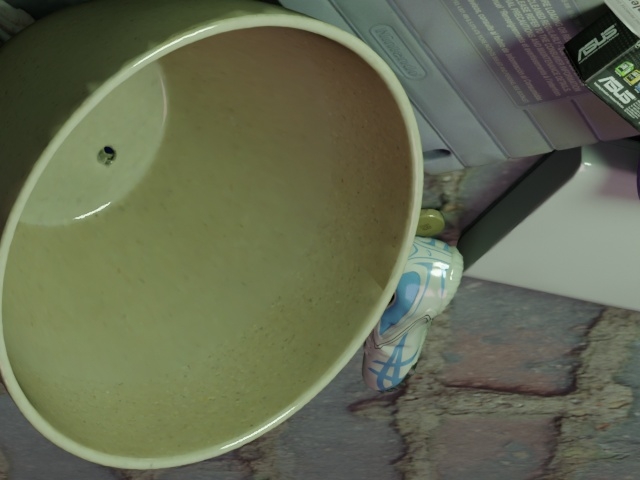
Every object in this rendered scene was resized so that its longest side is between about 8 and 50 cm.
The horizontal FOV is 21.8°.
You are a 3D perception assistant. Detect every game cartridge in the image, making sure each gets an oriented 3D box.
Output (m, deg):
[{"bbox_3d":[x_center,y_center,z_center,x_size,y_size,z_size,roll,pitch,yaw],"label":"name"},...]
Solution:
[{"bbox_3d":[0.110,-0.165,1.155,0.230,0.068,0.355,-14,149,22],"label":"game cartridge"}]

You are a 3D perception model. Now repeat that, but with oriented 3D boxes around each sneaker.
[{"bbox_3d":[0.068,0.065,1.542,0.086,0.085,0.237,19,147,0],"label":"sneaker"}]

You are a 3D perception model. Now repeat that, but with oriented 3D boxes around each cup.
[{"bbox_3d":[-0.129,-0.040,1.168,0.331,0.331,0.237,33,-177,-45],"label":"cup"}]

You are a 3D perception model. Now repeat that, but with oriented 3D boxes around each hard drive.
[{"bbox_3d":[0.330,0.004,1.481,0.353,0.047,0.233,11,152,-19],"label":"hard drive"}]

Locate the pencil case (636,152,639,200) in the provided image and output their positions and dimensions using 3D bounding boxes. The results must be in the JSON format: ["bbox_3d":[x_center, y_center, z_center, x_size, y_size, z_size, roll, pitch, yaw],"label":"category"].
[{"bbox_3d":[0.349,-0.058,1.312,0.206,0.088,0.086,8,146,-8],"label":"pencil case"}]

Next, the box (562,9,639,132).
[{"bbox_3d":[0.289,-0.136,1.136,0.184,0.045,0.190,-39,141,20],"label":"box"}]

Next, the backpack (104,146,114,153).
[{"bbox_3d":[-0.186,-0.031,1.394,0.120,0.101,0.098,0,160,-4],"label":"backpack"}]

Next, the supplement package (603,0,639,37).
[{"bbox_3d":[0.254,-0.232,0.920,0.244,0.139,0.134,-16,147,33],"label":"supplement package"}]

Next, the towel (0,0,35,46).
[{"bbox_3d":[-0.375,-0.136,1.254,0.317,0.053,0.332,-15,148,31],"label":"towel"}]

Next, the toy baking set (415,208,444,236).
[{"bbox_3d":[0.001,0.004,1.530,0.256,0.030,0.197,-2,148,-5],"label":"toy baking set"}]
